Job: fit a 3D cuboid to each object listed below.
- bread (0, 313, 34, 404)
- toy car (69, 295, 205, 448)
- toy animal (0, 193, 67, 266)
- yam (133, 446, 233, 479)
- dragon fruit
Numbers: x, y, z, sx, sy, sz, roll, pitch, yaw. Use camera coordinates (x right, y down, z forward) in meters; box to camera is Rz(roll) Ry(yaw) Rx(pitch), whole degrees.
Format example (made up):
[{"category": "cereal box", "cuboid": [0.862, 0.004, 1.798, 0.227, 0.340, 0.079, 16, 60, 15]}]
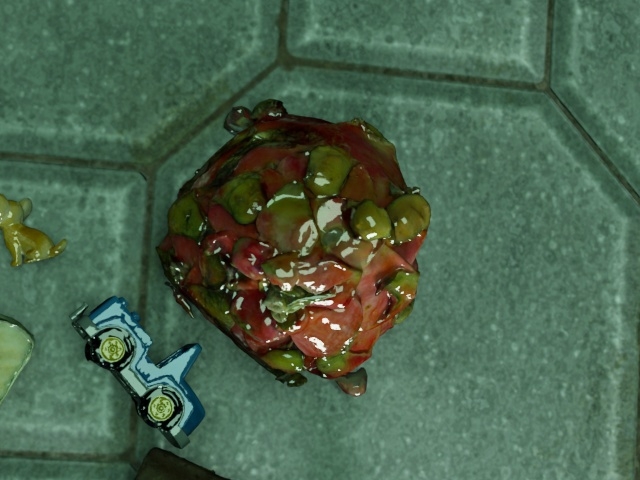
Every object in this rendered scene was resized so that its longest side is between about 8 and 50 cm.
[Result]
[{"category": "bread", "cuboid": [-0.408, 0.170, 1.616, 0.232, 0.064, 0.172, -20, 108, -26]}, {"category": "toy car", "cuboid": [-0.188, 0.132, 1.666, 0.100, 0.097, 0.191, -39, 95, -13]}, {"category": "toy animal", "cuboid": [-0.325, -0.016, 1.668, 0.081, 0.060, 0.083, -15, 91, 26]}, {"category": "yam", "cuboid": [-0.085, 0.333, 1.632, 0.280, 0.131, 0.131, 24, 81, 7]}, {"category": "dragon fruit", "cuboid": [0.000, 0.000, 1.634, 0.314, 0.263, 0.296, 37, 79, -8]}]
